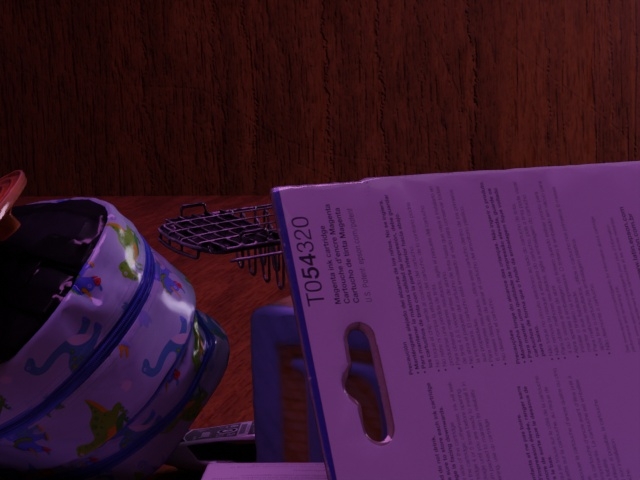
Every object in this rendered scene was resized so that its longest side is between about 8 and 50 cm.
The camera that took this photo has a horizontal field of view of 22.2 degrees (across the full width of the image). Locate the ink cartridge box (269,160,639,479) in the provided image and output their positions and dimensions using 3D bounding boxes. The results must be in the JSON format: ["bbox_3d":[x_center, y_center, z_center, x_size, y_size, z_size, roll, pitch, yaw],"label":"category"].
[{"bbox_3d":[0.141,0.103,1.214,0.330,0.324,0.071,-4,-22,-16],"label":"ink cartridge box"}]

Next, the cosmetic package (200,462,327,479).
[{"bbox_3d":[-0.040,0.230,1.162,0.117,0.085,0.231,-1,11,6],"label":"cosmetic package"}]

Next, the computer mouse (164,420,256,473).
[{"bbox_3d":[-0.114,0.199,1.496,0.193,0.042,0.106,-7,5,4],"label":"computer mouse"}]

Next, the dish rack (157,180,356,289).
[{"bbox_3d":[0.000,0.000,1.438,0.272,0.074,0.208,-8,10,-20],"label":"dish rack"}]

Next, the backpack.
[{"bbox_3d":[-0.249,0.090,1.437,0.290,0.273,0.355,-53,11,-31],"label":"backpack"}]

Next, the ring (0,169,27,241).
[{"bbox_3d":[-0.352,0.067,1.284,0.337,0.032,0.336,-38,13,11],"label":"ring"}]

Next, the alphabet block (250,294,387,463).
[{"bbox_3d":[0.072,0.132,1.399,0.193,0.192,0.197,5,13,29],"label":"alphabet block"}]
